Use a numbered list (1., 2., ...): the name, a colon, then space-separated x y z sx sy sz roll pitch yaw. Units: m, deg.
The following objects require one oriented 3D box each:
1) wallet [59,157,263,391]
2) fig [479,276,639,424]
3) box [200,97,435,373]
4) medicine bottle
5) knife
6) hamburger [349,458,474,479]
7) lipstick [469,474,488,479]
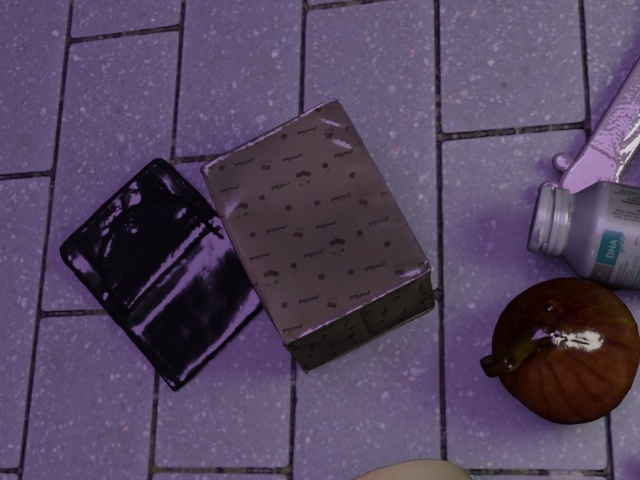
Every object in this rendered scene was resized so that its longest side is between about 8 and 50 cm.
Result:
1. wallet: -0.240 0.041 1.520 0.247 0.041 0.323 -45 72 1
2. fig: 0.307 0.142 1.243 0.205 0.205 0.205 -5 72 15
3. box: 0.000 0.000 1.369 0.225 0.190 0.297 -27 66 -1
4. medicine bottle: 0.390 -0.008 1.278 0.215 0.135 0.135 12 77 9
5. knife: 0.456 -0.194 1.378 0.132 0.038 0.399 31 88 11
6. hamburger: 0.096 0.401 1.175 0.302 0.302 0.170 -29 51 6
7. lipstick: 0.244 0.338 1.287 0.116 0.037 0.037 7 76 15
